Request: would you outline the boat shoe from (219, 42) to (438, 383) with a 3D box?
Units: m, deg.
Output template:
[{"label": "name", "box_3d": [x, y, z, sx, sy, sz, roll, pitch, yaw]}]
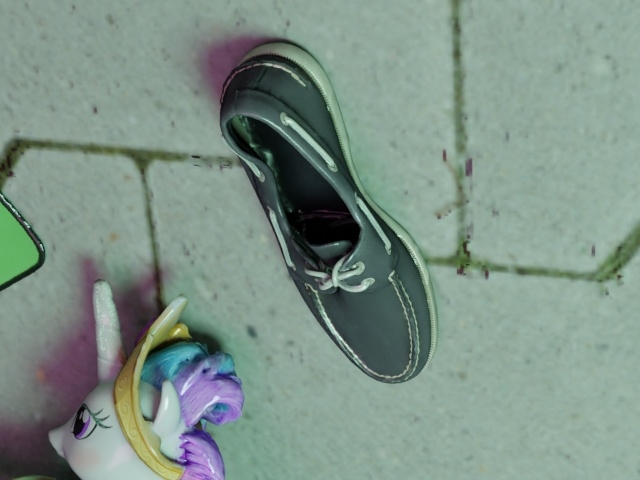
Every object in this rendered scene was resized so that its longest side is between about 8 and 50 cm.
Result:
[{"label": "boat shoe", "box_3d": [0.000, 0.000, 0.891, 0.075, 0.065, 0.206, -13, 115, 25]}]

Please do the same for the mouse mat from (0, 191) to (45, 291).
[{"label": "mouse mat", "box_3d": [-0.266, -0.031, 1.000, 0.153, 0.007, 0.189, -27, 110, 31]}]

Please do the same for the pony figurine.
[{"label": "pony figurine", "box_3d": [-0.131, 0.248, 0.972, 0.363, 0.303, 0.351, -39, 77, 19]}]
